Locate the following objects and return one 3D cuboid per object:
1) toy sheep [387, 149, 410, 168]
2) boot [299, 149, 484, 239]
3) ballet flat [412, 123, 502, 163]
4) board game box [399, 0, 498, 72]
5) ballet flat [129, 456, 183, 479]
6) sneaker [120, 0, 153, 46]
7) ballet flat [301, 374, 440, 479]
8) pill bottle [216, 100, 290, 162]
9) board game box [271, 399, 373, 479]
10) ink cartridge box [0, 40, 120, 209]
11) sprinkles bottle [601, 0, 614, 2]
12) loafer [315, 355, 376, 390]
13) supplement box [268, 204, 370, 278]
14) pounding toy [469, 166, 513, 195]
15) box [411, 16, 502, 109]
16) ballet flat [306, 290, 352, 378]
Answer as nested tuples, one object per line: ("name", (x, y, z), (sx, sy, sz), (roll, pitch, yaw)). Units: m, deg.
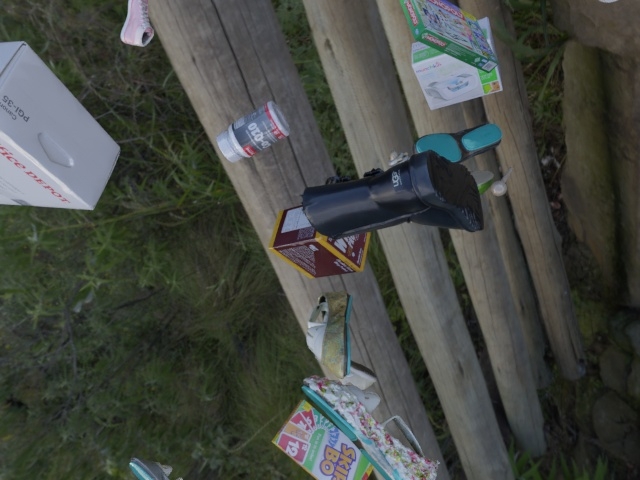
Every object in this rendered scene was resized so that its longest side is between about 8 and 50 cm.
("toy sheep", (0.290, -0.264, 1.649), (0.091, 0.091, 0.132), (-25, 108, 36))
("boot", (0.114, -0.053, 0.705), (0.207, 0.247, 0.094), (-12, 75, 35))
("ballet flat", (0.355, -0.239, 1.241), (0.096, 0.281, 0.095), (129, 125, -67))
("board game box", (0.373, -0.626, 1.369), (0.318, 0.213, 0.046), (6, 150, -34))
("ballet flat", (-0.376, 0.589, 1.130), (0.072, 0.068, 0.213), (-27, 101, 39))
("sneaker", (-0.425, -0.531, 1.117), (0.070, 0.051, 0.134), (23, 100, 14))
("ballet flat", (0.076, 0.274, 0.683), (0.241, 0.077, 0.091), (46, 158, 3))
("pill bottle", (-0.287, -0.455, 1.985), (0.284, 0.161, 0.161), (-27, 110, 14))
("board game box", (0.016, 0.531, 1.162), (0.259, 0.124, 0.039), (43, 153, -6))
("ink cartridge box", (-0.461, -0.145, 0.636), (0.283, 0.117, 0.207), (4, 153, 15))
("sprinkles bottle", (0.763, -0.799, 1.284), (0.356, 0.121, 0.121), (11, 146, -42))
("loafer", (0.088, 0.500, 1.797), (0.269, 0.102, 0.092), (30, 93, -6))
("supplement box", (0.000, 0.000, 1.300), (0.194, 0.129, 0.191), (-12, 143, 39))
("pounding toy", (0.566, -0.175, 1.685), (0.237, 0.183, 0.110), (-2, 116, 35))
("box", (0.481, -0.615, 1.638), (0.262, 0.126, 0.231), (-9, 148, 27))
("ballet flat", (0.021, 0.226, 1.166), (0.124, 0.348, 0.123), (1, 110, 4))
